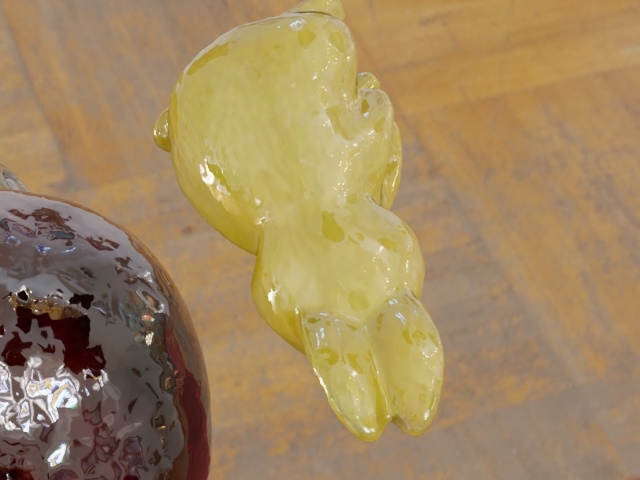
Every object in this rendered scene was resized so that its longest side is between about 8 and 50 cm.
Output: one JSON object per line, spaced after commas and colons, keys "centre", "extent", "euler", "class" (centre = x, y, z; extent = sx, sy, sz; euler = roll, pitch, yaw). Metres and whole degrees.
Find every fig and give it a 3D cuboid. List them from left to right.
{"centre": [-0.162, 0.088, 0.621], "extent": [0.235, 0.214, 0.235], "euler": [1, 82, -5], "class": "fig"}

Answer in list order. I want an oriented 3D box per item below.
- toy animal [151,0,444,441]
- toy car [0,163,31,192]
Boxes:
{"centre": [-0.002, 0.002, 0.432], "extent": [0.083, 0.070, 0.159], "euler": [-24, 55, 6], "class": "toy animal"}
{"centre": [-0.371, 0.012, 1.112], "extent": [0.242, 0.336, 0.226], "euler": [-36, 41, 3], "class": "toy car"}
